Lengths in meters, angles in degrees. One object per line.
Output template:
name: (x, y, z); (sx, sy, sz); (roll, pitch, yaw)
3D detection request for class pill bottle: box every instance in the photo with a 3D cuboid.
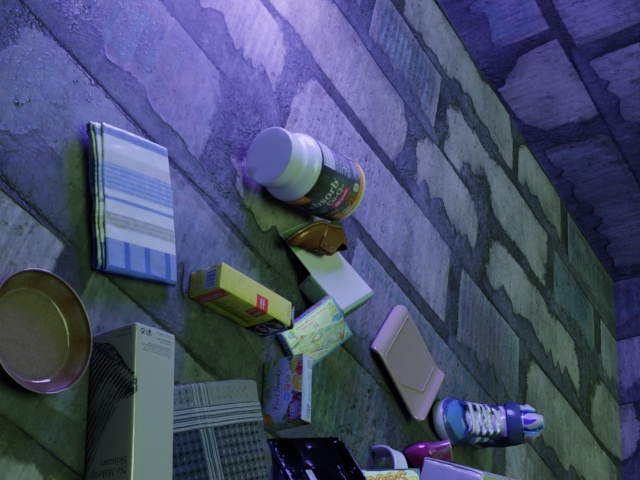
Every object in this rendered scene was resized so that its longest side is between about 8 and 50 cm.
pill bottle: (-0.032, -0.151, 2.137); (0.278, 0.162, 0.162); (21, 56, -51)

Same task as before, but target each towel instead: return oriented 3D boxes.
towel: (-0.198, 0.410, 1.690); (0.324, 0.056, 0.312); (7, 65, -54)
towel: (-0.344, -0.065, 1.718); (0.209, 0.034, 0.285); (18, 61, -56)

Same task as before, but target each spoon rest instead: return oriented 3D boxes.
spoon rest: (0.152, 0.584, 2.096); (0.137, 0.084, 0.276); (28, 47, -28)

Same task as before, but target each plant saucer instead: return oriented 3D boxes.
plant saucer: (-0.438, 0.142, 1.450); (0.198, 0.036, 0.198); (33, 47, -45)

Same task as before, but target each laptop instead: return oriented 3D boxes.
laptop: (0.034, 0.506, 1.837); (0.264, 0.136, 0.234); (4, 24, -27)

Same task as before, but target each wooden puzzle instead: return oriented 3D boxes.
wooden puzzle: (0.222, 0.314, 2.415); (0.239, 0.044, 0.221); (58, 33, -13)

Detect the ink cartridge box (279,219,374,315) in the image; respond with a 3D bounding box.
ink cartridge box: (0.004, 0.071, 2.184); (0.235, 0.056, 0.171); (49, 29, 9)

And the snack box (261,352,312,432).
snack box: (-0.068, 0.306, 1.890); (0.037, 0.100, 0.141); (37, 44, -45)

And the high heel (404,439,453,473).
high heel: (0.278, 0.611, 2.342); (0.082, 0.117, 0.244); (-109, -170, -67)

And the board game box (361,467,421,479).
board game box: (0.128, 0.565, 2.031); (0.201, 0.035, 0.136); (3, 67, -23)

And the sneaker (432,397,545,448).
sneaker: (0.469, 0.478, 2.522); (0.323, 0.236, 0.130); (30, 49, -48)

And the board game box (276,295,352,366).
board game box: (-0.012, 0.204, 2.041); (0.154, 0.026, 0.103); (-35, 106, -30)

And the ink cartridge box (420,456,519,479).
ink cartridge box: (0.360, 0.681, 2.218); (0.384, 0.160, 0.279); (30, 72, -52)

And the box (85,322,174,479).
box: (-0.306, 0.281, 1.515); (0.094, 0.113, 0.275); (28, 50, -48)

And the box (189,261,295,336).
box: (-0.152, 0.121, 1.871); (0.232, 0.087, 0.058); (37, 45, -45)

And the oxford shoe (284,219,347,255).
oxford shoe: (0.000, 0.000, 2.144); (0.212, 0.076, 0.076); (-4, 64, -54)
